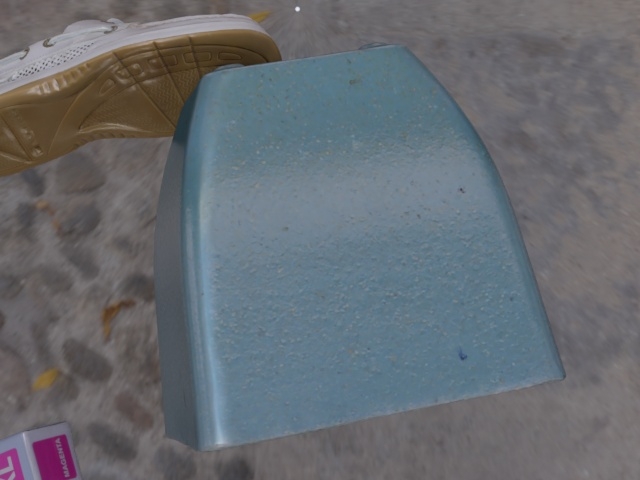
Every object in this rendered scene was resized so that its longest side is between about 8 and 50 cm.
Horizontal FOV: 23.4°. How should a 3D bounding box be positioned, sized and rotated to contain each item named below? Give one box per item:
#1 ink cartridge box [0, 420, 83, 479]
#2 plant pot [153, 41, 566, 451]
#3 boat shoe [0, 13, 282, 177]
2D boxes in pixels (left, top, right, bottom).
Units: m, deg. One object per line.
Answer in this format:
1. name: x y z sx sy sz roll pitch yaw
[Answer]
1. ink cartridge box: -0.314 0.291 1.364 0.311 0.065 0.185 -25 78 38
2. plant pot: 0.000 0.000 1.106 0.248 0.247 0.252 -10 86 -12
3. boat shoe: -0.168 -0.133 1.205 0.277 0.096 0.098 -13 135 6
